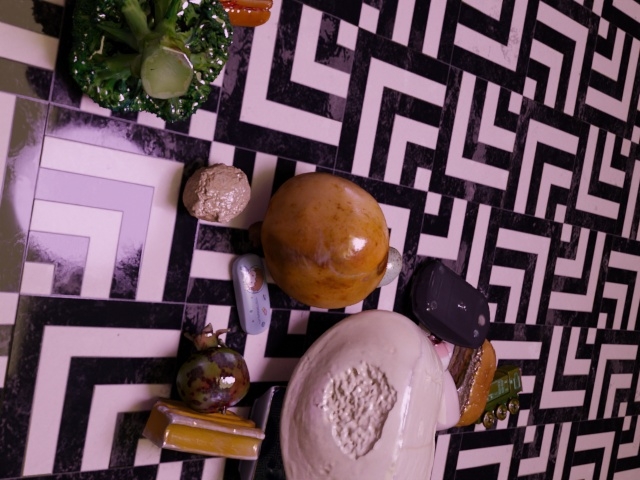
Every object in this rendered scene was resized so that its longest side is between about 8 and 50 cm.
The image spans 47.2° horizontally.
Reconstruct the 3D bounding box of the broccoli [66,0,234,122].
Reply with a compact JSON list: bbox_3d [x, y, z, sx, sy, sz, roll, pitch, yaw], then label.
[{"bbox_3d":[-0.283,-0.318,1.230,0.297,0.297,0.297,-8,128,-10],"label":"broccoli"}]

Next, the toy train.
[{"bbox_3d":[0.502,0.458,2.152,0.225,0.090,0.137,-13,99,-38],"label":"toy train"}]

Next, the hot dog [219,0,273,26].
[{"bbox_3d":[-0.193,-0.462,1.415,0.235,0.062,0.092,-11,108,-38],"label":"hot dog"}]

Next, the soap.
[{"bbox_3d":[-0.242,0.375,1.466,0.232,0.140,0.073,23,82,-41],"label":"soap"}]

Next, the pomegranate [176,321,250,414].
[{"bbox_3d":[-0.208,0.258,1.448,0.148,0.148,0.169,39,42,-38],"label":"pomegranate"}]

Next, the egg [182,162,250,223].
[{"bbox_3d":[-0.204,-0.091,1.434,0.140,0.118,0.116,-27,132,-25],"label":"egg"}]

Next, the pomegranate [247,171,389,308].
[{"bbox_3d":[0.015,0.000,1.518,0.307,0.307,0.307,-8,103,-39],"label":"pomegranate"}]

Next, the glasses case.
[{"bbox_3d":[-0.146,0.115,1.565,0.067,0.045,0.178,-19,109,-37],"label":"glasses case"}]

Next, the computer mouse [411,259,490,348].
[{"bbox_3d":[0.337,0.178,1.945,0.269,0.100,0.170,37,54,-29],"label":"computer mouse"}]

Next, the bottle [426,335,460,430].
[{"bbox_3d":[0.283,0.363,1.917,0.147,0.147,0.236,-8,94,-39],"label":"bottle"}]

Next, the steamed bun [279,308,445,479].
[{"bbox_3d":[0.094,0.392,1.602,0.371,0.290,0.456,47,55,-60],"label":"steamed bun"}]

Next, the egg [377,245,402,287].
[{"bbox_3d":[0.152,0.065,1.784,0.085,0.085,0.110,32,81,-39],"label":"egg"}]

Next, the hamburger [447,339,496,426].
[{"bbox_3d":[0.417,0.394,2.026,0.131,0.124,0.262,27,80,-23],"label":"hamburger"}]

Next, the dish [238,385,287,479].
[{"bbox_3d":[-0.115,0.434,1.608,0.182,0.080,0.243,26,76,-60],"label":"dish"}]
